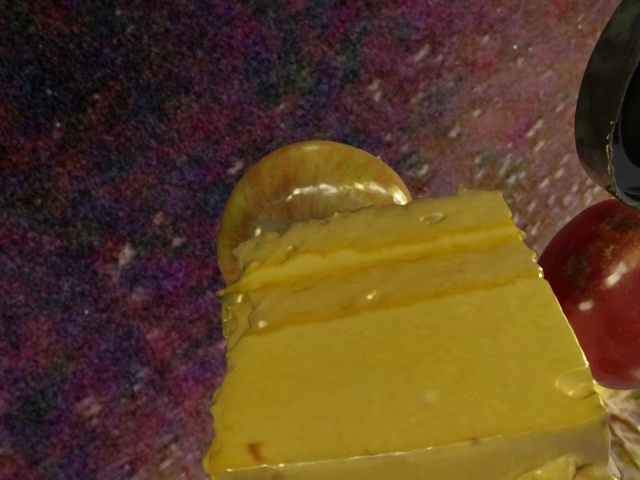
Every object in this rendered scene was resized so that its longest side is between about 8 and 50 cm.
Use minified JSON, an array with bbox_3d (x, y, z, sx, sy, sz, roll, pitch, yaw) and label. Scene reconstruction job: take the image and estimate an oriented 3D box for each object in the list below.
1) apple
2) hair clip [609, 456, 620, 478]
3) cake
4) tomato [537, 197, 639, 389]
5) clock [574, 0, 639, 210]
[{"bbox_3d":[0.000,0.000,0.884,0.264,0.264,0.264,-32,150,-21],"label":"apple"},{"bbox_3d":[0.533,0.376,1.474,0.085,0.331,0.101,-38,158,29],"label":"hair clip"},{"bbox_3d":[0.052,0.143,0.433,0.227,0.286,0.222,-11,129,2],"label":"cake"},{"bbox_3d":[0.338,0.050,0.807,0.139,0.233,0.200,21,127,-35],"label":"tomato"},{"bbox_3d":[0.367,-0.159,0.662,0.280,0.055,0.281,-16,127,-22],"label":"clock"}]
